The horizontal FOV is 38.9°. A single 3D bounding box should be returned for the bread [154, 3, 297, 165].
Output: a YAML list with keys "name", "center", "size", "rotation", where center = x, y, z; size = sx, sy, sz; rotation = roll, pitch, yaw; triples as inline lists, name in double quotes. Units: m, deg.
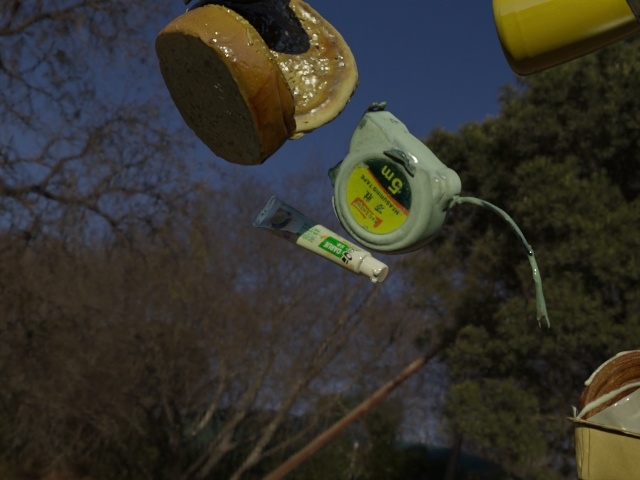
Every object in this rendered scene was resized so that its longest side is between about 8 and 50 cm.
- name: "bread"
  center: [-0.131, -0.210, 1.245]
  size: [0.236, 0.070, 0.236]
  rotation: [38, -31, 28]

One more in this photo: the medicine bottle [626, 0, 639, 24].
- name: "medicine bottle"
  center: [0.465, -0.389, 1.168]
  size: [0.190, 0.190, 0.332]
  rotation: [-15, -60, 49]

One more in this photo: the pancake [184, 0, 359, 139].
- name: "pancake"
  center: [-0.101, -0.329, 1.644]
  size: [0.356, 0.356, 0.065]
  rotation: [15, -31, -5]

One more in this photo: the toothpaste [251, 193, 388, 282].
- name: "toothpaste"
  center: [0.000, 0.000, 1.818]
  size: [0.314, 0.058, 0.056]
  rotation: [28, -54, 28]

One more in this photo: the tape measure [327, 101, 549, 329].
- name: "tape measure"
  center: [0.143, -0.004, 1.061]
  size: [0.330, 0.084, 0.164]
  rotation: [48, -51, 19]

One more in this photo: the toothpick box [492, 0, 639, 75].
- name: "toothpick box"
  center: [0.474, -0.426, 1.693]
  size: [0.272, 0.174, 0.175]
  rotation: [-14, -33, 24]

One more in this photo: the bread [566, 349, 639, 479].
- name: "bread"
  center: [0.463, 0.255, 1.254]
  size: [0.224, 0.211, 0.142]
  rotation: [8, -11, 33]

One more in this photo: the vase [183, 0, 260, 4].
- name: "vase"
  center: [-0.125, -0.572, 1.522]
  size: [0.241, 0.302, 0.329]
  rotation: [-11, 7, -42]
